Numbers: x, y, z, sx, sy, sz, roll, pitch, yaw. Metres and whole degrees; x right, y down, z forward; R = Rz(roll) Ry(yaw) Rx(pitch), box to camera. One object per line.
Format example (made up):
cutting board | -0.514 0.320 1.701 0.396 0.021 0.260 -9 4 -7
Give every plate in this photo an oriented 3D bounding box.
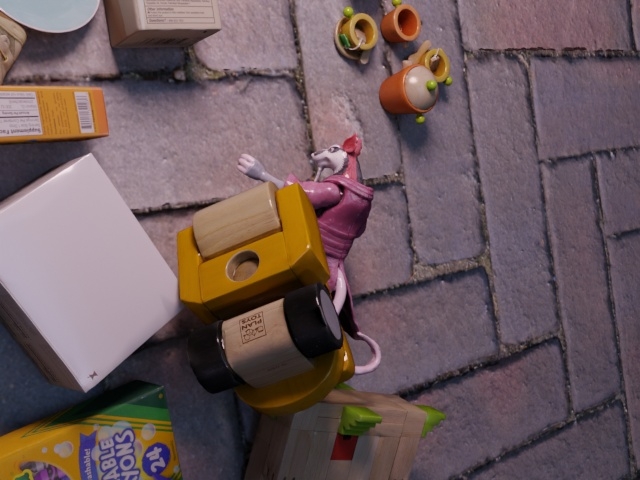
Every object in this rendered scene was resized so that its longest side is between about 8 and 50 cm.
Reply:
plate | -0.413 -0.386 1.098 0.188 0.024 0.188 14 67 -37

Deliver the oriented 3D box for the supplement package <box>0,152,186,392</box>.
supplement package | -0.354 0.045 1.064 0.204 0.145 0.261 -43 113 -32

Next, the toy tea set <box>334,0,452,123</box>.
toy tea set | 0.150 -0.393 1.454 0.336 0.124 0.200 47 64 -25

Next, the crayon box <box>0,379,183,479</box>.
crayon box | -0.354 0.352 1.065 0.323 0.083 0.203 -18 103 -43

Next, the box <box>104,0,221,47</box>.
box | -0.262 -0.465 1.163 0.148 0.121 0.310 -10 95 -35

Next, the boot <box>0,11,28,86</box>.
boot | -0.491 -0.246 0.987 0.213 0.077 0.165 32 72 -64

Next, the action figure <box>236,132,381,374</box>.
action figure | 0.000 0.000 1.242 0.248 0.276 0.370 10 107 -46

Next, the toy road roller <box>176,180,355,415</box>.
toy road roller | -0.067 0.101 1.122 0.240 0.203 0.329 56 16 -51

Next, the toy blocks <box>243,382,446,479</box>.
toy blocks | 0.020 0.401 1.331 0.382 0.191 0.260 13 93 -34

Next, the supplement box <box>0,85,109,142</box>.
supplement box | -0.398 -0.170 1.028 0.233 0.078 0.080 -17 101 -63
